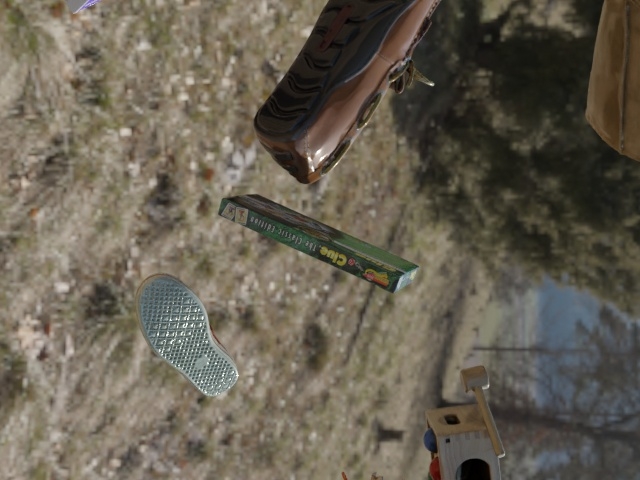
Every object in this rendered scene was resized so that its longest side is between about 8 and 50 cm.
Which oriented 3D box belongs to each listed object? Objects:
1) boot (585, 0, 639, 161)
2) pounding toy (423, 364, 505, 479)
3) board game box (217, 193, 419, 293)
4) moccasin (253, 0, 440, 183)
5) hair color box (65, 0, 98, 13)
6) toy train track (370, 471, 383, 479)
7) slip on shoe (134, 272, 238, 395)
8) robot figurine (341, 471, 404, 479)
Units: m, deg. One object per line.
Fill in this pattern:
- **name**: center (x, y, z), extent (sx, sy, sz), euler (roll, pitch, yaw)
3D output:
- **boot**: center (0.362, -0.183, 1.056), extent (0.270, 0.089, 0.236), euler (80, -14, -45)
- **pounding toy**: center (0.193, 0.278, 1.442), extent (0.181, 0.094, 0.206), euler (-101, -176, -83)
- **board game box**: center (0.000, 0.000, 1.404), extent (0.030, 0.259, 0.136), euler (-68, 167, 8)
- **moccasin**: center (0.066, -0.242, 1.390), extent (0.380, 0.139, 0.147), euler (-60, 142, -15)
- **hair color box**: center (-0.269, -0.445, 1.325), extent (0.110, 0.338, 0.185), euler (-38, 102, -32)
- **toy train track**: center (0.076, 0.431, 1.833), extent (0.014, 0.083, 0.048), euler (43, 35, -22)
- **slip on shoe**: center (-0.253, 0.166, 1.907), extent (0.101, 0.123, 0.331), euler (50, -8, 41)
- **robot figurine**: center (0.057, 0.412, 1.356), extent (0.128, 0.158, 0.220), euler (35, 50, -37)
